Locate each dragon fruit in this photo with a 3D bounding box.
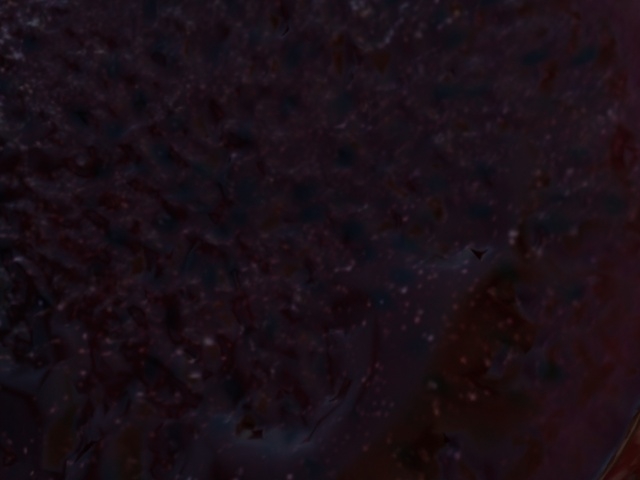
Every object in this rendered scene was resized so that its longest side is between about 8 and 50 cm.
[{"bbox_3d":[0.000,0.000,0.699,0.249,0.386,0.371,28,-136,-69],"label":"dragon fruit"}]
